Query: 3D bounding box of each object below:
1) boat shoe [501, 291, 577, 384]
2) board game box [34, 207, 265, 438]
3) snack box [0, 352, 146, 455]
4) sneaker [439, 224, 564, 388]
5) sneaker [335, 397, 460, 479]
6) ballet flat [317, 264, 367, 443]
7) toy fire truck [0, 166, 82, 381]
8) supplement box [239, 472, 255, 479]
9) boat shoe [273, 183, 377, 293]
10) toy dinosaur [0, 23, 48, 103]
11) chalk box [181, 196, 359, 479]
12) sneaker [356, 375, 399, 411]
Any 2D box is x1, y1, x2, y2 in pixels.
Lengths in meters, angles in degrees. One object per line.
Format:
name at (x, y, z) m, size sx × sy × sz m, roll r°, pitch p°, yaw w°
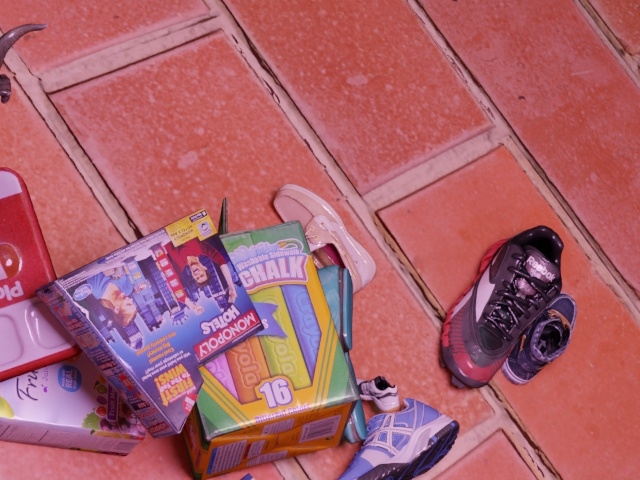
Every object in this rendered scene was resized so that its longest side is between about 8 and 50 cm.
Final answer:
boat shoe at (0.318, 0.122, 2.015) m, size 0.065 × 0.083 × 0.183 m, roll 43°, pitch 49°, yaw -2°
board game box at (-0.163, 0.094, 1.530) m, size 0.194 × 0.060 × 0.194 m, roll -28°, pitch 94°, yaw -34°
snack box at (-0.298, 0.137, 1.640) m, size 0.207 × 0.070 × 0.175 m, roll 10°, pitch 58°, yaw -24°
sneaker at (0.248, 0.078, 1.967) m, size 0.097 × 0.135 × 0.276 m, roll 40°, pitch 51°, yaw -7°
sneaker at (0.074, 0.265, 1.798) m, size 0.081 × 0.080 × 0.211 m, roll 37°, pitch 46°, yaw 27°
ballet flat at (0.004, 0.145, 1.821) m, size 0.087 × 0.083 × 0.247 m, roll -11°, pitch 57°, yaw 9°
toy fire truck at (-0.418, 0.049, 1.528) m, size 0.302 × 0.169 × 0.254 m, roll -19°, pitch 83°, yaw -10°
supplement box at (-0.086, 0.318, 1.649) m, size 0.083 × 0.083 × 0.056 m, roll 48°, pitch 49°, yaw 2°
boat shoe at (0.000, 0.000, 1.909) m, size 0.170 × 0.063 × 0.059 m, roll 44°, pitch 43°, yaw -2°
toy dinosaur at (-0.422, -0.128, 1.638) m, size 0.121 × 0.313 × 0.160 m, roll 64°, pitch 13°, yaw 3°
chalk box at (-0.092, 0.098, 1.689) m, size 0.179 × 0.180 × 0.289 m, roll -14°, pitch 67°, yaw -14°
sneaker at (0.069, 0.181, 1.832) m, size 0.032 × 0.083 × 0.037 m, roll -16°, pitch 114°, yaw -37°
